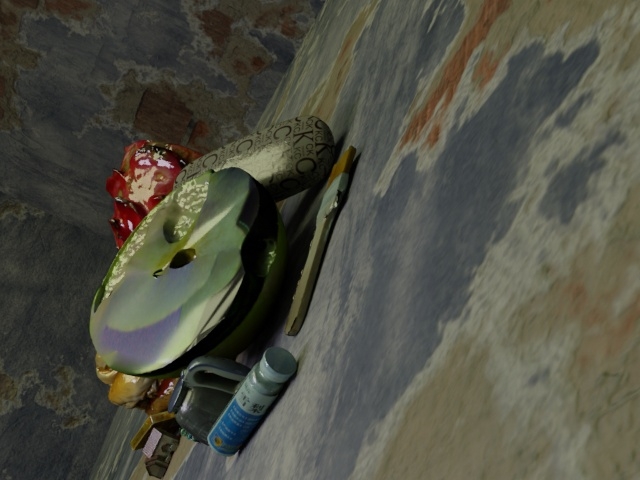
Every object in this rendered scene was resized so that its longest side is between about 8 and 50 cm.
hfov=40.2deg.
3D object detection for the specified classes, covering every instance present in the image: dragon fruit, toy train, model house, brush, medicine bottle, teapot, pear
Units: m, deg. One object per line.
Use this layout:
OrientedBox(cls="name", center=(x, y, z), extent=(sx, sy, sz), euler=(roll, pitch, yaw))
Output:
OrientedBox(cls="dragon fruit", center=(-0.308, -0.033, 1.897), extent=(0.386, 0.371, 0.249), euler=(-21, 39, 57))
OrientedBox(cls="toy train", center=(-0.231, 0.332, 1.567), extent=(0.092, 0.045, 0.029), euler=(-116, 50, -79))
OrientedBox(cls="model house", center=(-0.329, 0.429, 1.768), extent=(0.083, 0.058, 0.057), euler=(-63, 11, 6))
OrientedBox(cls="brush", center=(0.000, 0.000, 1.309), extent=(0.085, 0.020, 0.336), euler=(-48, 21, 55))
OrientedBox(cls="medicine bottle", center=(-0.094, 0.219, 1.172), extent=(0.191, 0.051, 0.051), euler=(-56, 14, 35))
OrientedBox(cls="teapot", center=(-0.174, 0.245, 1.331), extent=(0.149, 0.108, 0.111), euler=(-45, 23, 60))
OrientedBox(cls="pear", center=(-0.194, 0.079, 1.494), extent=(0.399, 0.165, 0.399), euler=(-25, 45, 27))

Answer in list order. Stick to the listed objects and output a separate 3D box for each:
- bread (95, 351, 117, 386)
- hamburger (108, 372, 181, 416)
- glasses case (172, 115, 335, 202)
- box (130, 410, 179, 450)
OrientedBox(cls="bread", center=(-0.441, 0.306, 2.160), extent=(0.173, 0.121, 0.311), euler=(-66, -21, -12))
OrientedBox(cls="hamburger", center=(-0.355, 0.279, 1.950), extent=(0.244, 0.163, 0.244), euler=(-62, 8, 15))
OrientedBox(cls="glasses case", center=(-0.132, -0.124, 1.632), extent=(0.354, 0.085, 0.137), euler=(-20, 57, 26))
OrientedBox(cls="box", center=(-0.338, 0.395, 1.838), extent=(0.022, 0.089, 0.156), euler=(63, 143, 22))
